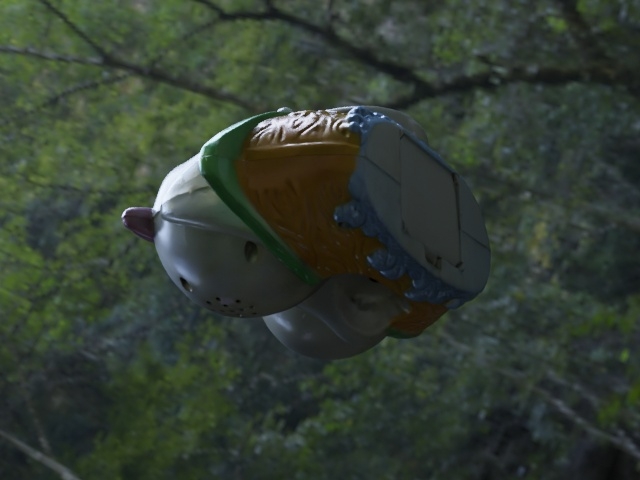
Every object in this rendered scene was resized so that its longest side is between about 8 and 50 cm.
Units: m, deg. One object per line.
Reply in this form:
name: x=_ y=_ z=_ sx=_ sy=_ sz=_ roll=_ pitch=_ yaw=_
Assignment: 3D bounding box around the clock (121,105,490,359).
clock: x=0.000 y=0.000 z=0.795 sx=0.231 sy=0.144 sz=0.103 roll=35 pitch=-129 yaw=-51
